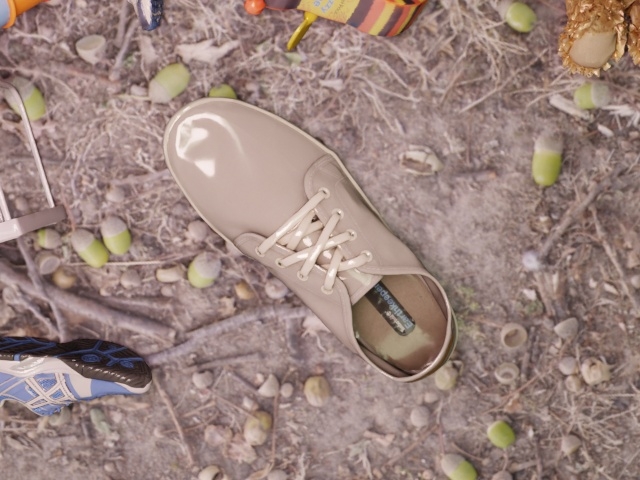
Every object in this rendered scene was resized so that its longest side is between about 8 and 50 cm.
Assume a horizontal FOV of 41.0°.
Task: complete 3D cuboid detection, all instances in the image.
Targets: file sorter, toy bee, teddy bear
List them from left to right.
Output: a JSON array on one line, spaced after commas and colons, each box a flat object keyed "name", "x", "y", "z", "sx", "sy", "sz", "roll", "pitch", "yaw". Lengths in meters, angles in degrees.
[{"name": "file sorter", "x": -0.460, "y": -0.058, "z": 0.942, "sx": 0.278, "sy": 0.193, "sz": 0.173, "roll": -16, "pitch": 97, "yaw": -1}, {"name": "toy bee", "x": -0.023, "y": -0.287, "z": 0.947, "sx": 0.298, "sy": 0.162, "sz": 0.195, "roll": 9, "pitch": 142, "yaw": 4}, {"name": "teddy bear", "x": 0.346, "y": -0.360, "z": 0.996, "sx": 0.245, "sy": 0.113, "sz": 0.338, "roll": -23, "pitch": 107, "yaw": 8}]

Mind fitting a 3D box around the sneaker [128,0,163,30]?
[{"name": "sneaker", "x": -0.223, "y": -0.306, "z": 0.994, "sx": 0.058, "sy": 0.052, "sz": 0.135, "roll": -15, "pitch": 92, "yaw": 9}]

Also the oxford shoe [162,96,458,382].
[{"name": "oxford shoe", "x": 0.000, "y": 0.000, "z": 1.009, "sx": 0.169, "sy": 0.130, "sz": 0.449, "roll": -45, "pitch": 97, "yaw": 5}]

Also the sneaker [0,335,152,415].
[{"name": "sneaker", "x": -0.308, "y": 0.169, "z": 1.047, "sx": 0.211, "sy": 0.080, "sz": 0.081, "roll": 6, "pitch": 105, "yaw": 6}]

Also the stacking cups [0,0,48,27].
[{"name": "stacking cups", "x": -0.370, "y": -0.247, "z": 0.886, "sx": 0.096, "sy": 0.096, "sz": 0.316, "roll": 48, "pitch": 57, "yaw": -8}]
